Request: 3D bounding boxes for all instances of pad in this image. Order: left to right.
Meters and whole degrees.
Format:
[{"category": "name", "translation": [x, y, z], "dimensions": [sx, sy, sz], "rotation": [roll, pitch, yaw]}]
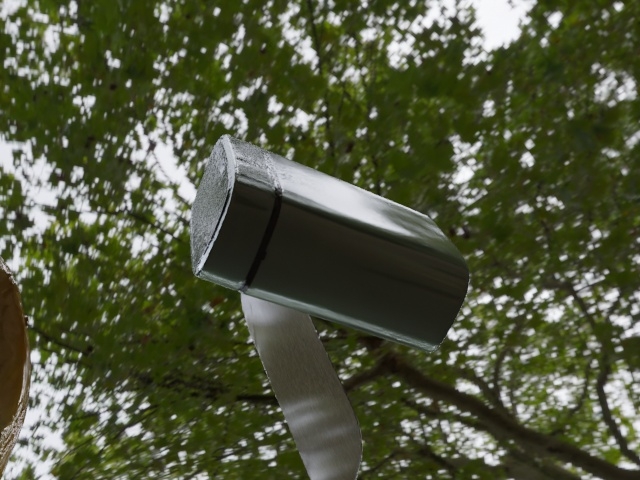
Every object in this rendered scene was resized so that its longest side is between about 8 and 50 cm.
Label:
[{"category": "pad", "translation": [-0.024, 0.103, 0.799], "dimensions": [0.002, 0.176, 0.266], "rotation": [-12, -130, -18]}]

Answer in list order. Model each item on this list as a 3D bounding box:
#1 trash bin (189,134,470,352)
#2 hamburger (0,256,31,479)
[{"category": "trash bin", "translation": [0.000, 0.000, 0.501], "dimensions": [0.130, 0.116, 0.059], "rotation": [20, -73, -16]}, {"category": "hamburger", "translation": [-0.330, 0.116, 0.722], "dimensions": [0.163, 0.244, 0.244], "rotation": [-8, -104, -42]}]
